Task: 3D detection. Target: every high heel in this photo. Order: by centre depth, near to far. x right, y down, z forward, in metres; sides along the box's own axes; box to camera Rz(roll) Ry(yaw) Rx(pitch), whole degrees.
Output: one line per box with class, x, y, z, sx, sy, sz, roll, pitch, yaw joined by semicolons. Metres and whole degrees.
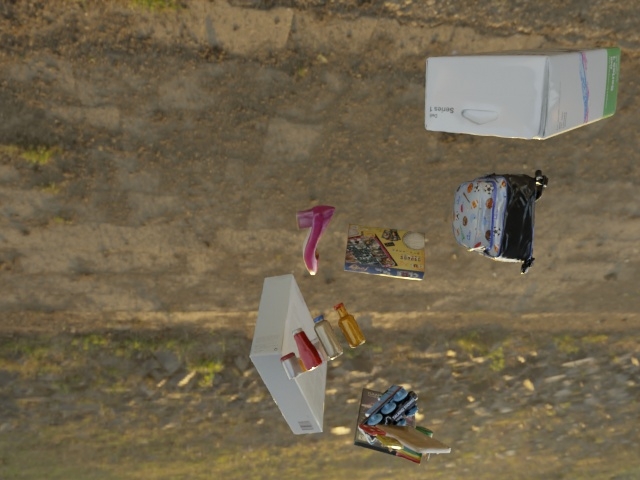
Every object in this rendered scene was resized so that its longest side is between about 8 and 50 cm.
high heel;0.000;0.000;1.842;0.117;0.082;0.244;-8;122;2

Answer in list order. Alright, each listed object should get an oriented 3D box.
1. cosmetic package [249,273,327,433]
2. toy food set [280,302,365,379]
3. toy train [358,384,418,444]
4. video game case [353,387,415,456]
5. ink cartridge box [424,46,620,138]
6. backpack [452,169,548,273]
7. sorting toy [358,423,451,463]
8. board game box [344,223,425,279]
cosmetic package;-0.077;0.327;1.746;0.098;0.284;0.377;-8;130;15
toy food set;-0.019;0.242;1.432;0.232;0.104;0.111;-34;168;36
toy train;0.177;0.460;1.617;0.184;0.080;0.105;-36;-171;-25
video game case;0.224;0.617;2.073;0.196;0.274;0.026;14;114;4
ink cartridge box;0.326;-0.244;0.979;0.201;0.117;0.278;14;-155;41
backpack;0.487;-0.067;1.722;0.213;0.276;0.263;9;-176;-2
sorting toy;0.205;0.476;1.422;0.275;0.046;0.132;19;177;-44
board game box;0.201;0.034;1.906;0.243;0.165;0.042;7;138;3
